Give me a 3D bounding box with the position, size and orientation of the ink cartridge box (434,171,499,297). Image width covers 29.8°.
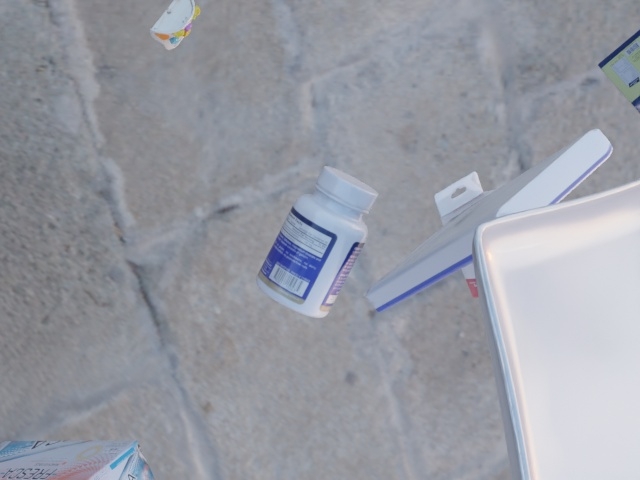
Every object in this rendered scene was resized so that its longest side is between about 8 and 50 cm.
[{"bbox_3d":[0.287,-0.014,2.089,0.115,0.067,0.198,-31,103,-31],"label":"ink cartridge box"}]

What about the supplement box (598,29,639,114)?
[{"bbox_3d":[0.409,-0.209,1.501,0.083,0.083,0.056,-41,146,15],"label":"supplement box"}]

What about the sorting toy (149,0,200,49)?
[{"bbox_3d":[-0.205,-0.308,1.735,0.045,0.075,0.083,33,73,4],"label":"sorting toy"}]

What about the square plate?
[{"bbox_3d":[0.274,0.121,1.119,0.347,0.049,0.344,-15,96,-40],"label":"square plate"}]

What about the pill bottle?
[{"bbox_3d":[0.000,0.000,1.635,0.112,0.112,0.186,22,101,-32],"label":"pill bottle"}]

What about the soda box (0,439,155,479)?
[{"bbox_3d":[-0.206,0.194,0.933,0.063,0.183,0.058,-36,111,-45],"label":"soda box"}]

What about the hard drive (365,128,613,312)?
[{"bbox_3d":[0.206,-0.019,1.526,0.210,0.319,0.040,-38,91,-32],"label":"hard drive"}]
